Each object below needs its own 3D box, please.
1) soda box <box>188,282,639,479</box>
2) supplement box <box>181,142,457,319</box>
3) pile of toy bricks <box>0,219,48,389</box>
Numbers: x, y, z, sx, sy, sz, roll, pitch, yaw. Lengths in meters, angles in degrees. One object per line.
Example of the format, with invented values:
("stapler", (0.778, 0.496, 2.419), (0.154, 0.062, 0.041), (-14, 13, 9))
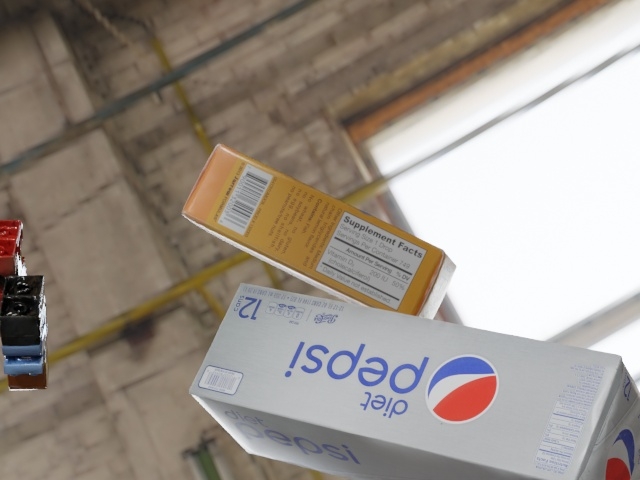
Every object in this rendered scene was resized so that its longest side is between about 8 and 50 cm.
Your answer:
("soda box", (0.064, 0.109, 1.082), (0.091, 0.286, 0.098), (-65, -35, -23))
("supplement box", (0.000, 0.000, 1.475), (0.080, 0.233, 0.078), (-61, -15, -3))
("pile of toy bricks", (-0.170, 0.082, 0.673), (0.118, 0.212, 0.105), (0, -59, -2))
